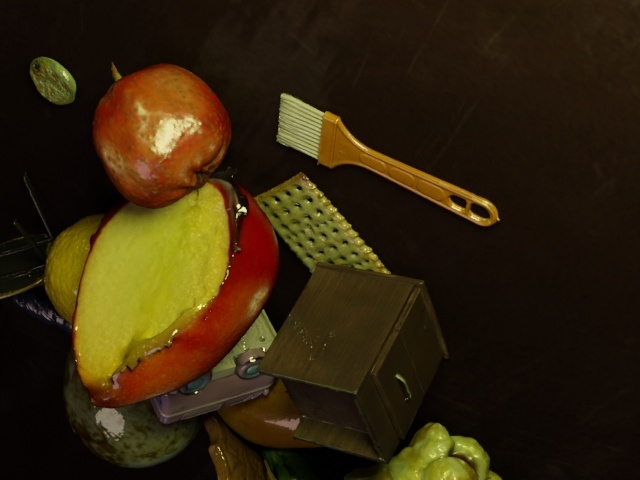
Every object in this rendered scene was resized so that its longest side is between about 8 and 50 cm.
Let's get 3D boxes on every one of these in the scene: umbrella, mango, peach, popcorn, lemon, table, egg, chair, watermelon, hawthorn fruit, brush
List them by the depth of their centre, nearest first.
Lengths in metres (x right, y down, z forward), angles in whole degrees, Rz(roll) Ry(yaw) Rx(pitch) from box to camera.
[{"bbox_3d":[0.081,-0.091,1.609,0.314,0.017,0.090,26,143,16],"label":"brush"},{"bbox_3d":[-0.218,-0.150,1.679,0.200,0.179,0.179,50,145,0],"label":"hawthorn fruit"},{"bbox_3d":[0.052,0.165,1.749,0.173,0.193,0.169,10,142,30],"label":"table"},{"bbox_3d":[-0.192,0.085,1.793,0.258,0.361,0.201,15,165,34],"label":"peach"},{"bbox_3d":[0.165,0.413,1.939,0.276,0.277,0.225,107,144,-54],"label":"popcorn"},{"bbox_3d":[-0.318,0.056,1.982,0.231,0.192,0.192,22,142,30],"label":"lemon"},{"bbox_3d":[-0.067,0.270,2.062,0.253,0.113,0.138,15,124,32],"label":"mango"},{"bbox_3d":[-0.006,0.411,2.140,0.232,0.127,0.204,59,178,4],"label":"watermelon"},{"bbox_3d":[-0.511,0.031,2.142,0.159,0.172,0.246,-15,126,10],"label":"chair"},{"bbox_3d":[-0.311,0.237,2.147,0.238,0.238,0.289,3,115,41],"label":"egg"},{"bbox_3d":[-0.431,0.139,2.298,0.248,0.071,0.071,24,143,13],"label":"umbrella"}]

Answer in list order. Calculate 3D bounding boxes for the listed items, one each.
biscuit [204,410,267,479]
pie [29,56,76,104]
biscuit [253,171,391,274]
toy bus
[{"bbox_3d":[-0.127,0.366,2.131,0.034,0.215,0.182,-27,134,16],"label":"biscuit"},{"bbox_3d":[-0.386,-0.230,1.870,0.085,0.017,0.085,24,141,21],"label":"pie"},{"bbox_3d":[0.001,-0.001,1.783,0.203,0.016,0.144,50,143,-15],"label":"biscuit"},{"bbox_3d":[-0.171,0.178,1.963,0.142,0.203,0.142,60,152,32],"label":"toy bus"}]
